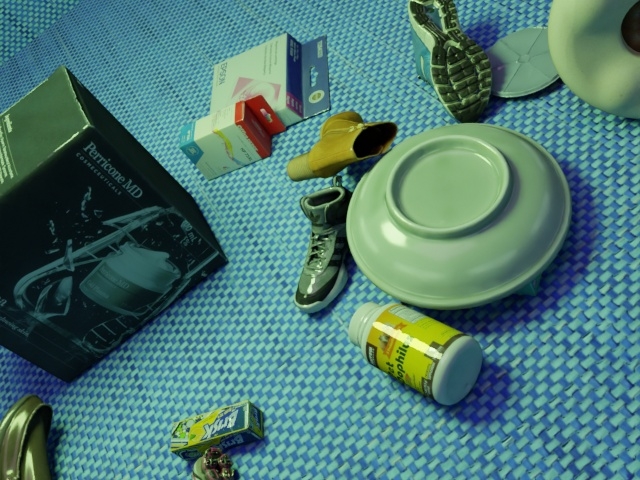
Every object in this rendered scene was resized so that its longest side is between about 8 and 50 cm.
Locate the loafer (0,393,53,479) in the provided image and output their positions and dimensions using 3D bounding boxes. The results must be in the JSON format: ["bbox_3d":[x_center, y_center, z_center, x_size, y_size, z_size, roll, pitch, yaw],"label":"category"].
[{"bbox_3d":[-0.581,0.491,1.405,0.130,0.133,0.365,0,63,4],"label":"loafer"}]

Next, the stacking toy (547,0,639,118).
[{"bbox_3d":[0.617,-0.480,1.326,0.351,0.350,0.479,-10,34,26],"label":"stacking toy"}]

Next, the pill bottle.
[{"bbox_3d":[0.151,0.177,1.172,0.215,0.117,0.117,23,70,42],"label":"pill bottle"}]

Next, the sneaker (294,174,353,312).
[{"bbox_3d":[0.000,0.000,1.385,0.101,0.153,0.268,10,61,37],"label":"sneaker"}]

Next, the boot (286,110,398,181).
[{"bbox_3d":[0.080,-0.212,1.470,0.211,0.104,0.295,-12,23,42],"label":"boot"}]

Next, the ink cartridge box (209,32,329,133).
[{"bbox_3d":[-0.141,-0.410,1.867,0.330,0.071,0.324,-20,47,20],"label":"ink cartridge box"}]

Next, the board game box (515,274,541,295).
[{"bbox_3d":[0.296,0.011,1.262,0.210,0.047,0.160,4,58,35],"label":"board game box"}]

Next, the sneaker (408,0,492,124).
[{"bbox_3d":[0.282,-0.386,1.546,0.130,0.147,0.329,-14,65,1],"label":"sneaker"}]

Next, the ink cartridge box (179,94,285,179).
[{"bbox_3d":[-0.214,-0.253,1.739,0.231,0.134,0.078,-20,47,19],"label":"ink cartridge box"}]

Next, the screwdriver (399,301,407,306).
[{"bbox_3d":[0.133,0.132,1.294,0.170,0.024,0.025,-39,73,9],"label":"screwdriver"}]

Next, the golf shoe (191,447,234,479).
[{"bbox_3d":[-0.177,0.455,1.208,0.086,0.068,0.186,-52,39,25],"label":"golf shoe"}]

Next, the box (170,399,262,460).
[{"bbox_3d":[-0.191,0.351,1.298,0.169,0.054,0.059,-21,46,18],"label":"box"}]

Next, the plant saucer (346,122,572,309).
[{"bbox_3d":[0.229,-0.075,1.236,0.401,0.100,0.400,-10,54,14],"label":"plant saucer"}]

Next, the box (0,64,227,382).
[{"bbox_3d":[-0.550,-0.019,1.521,0.472,0.480,0.297,-39,46,1],"label":"box"}]

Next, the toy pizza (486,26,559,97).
[{"bbox_3d":[0.434,-0.373,1.493,0.201,0.032,0.201,-18,49,21],"label":"toy pizza"}]
